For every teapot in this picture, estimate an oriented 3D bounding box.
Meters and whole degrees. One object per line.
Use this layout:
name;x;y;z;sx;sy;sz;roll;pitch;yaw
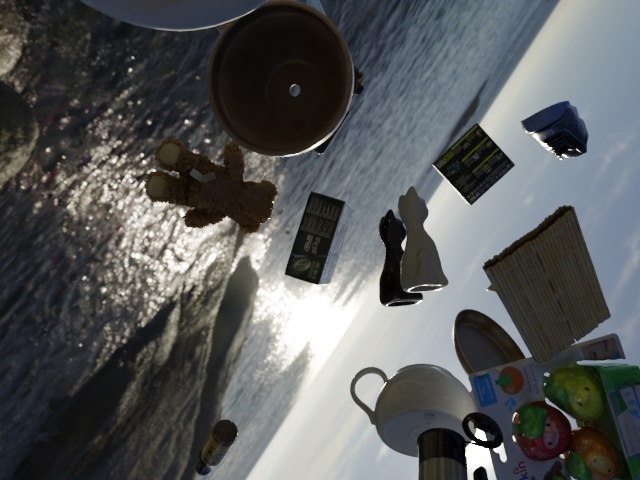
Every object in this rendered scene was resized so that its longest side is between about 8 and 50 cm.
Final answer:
teapot;0.241;0.379;1.327;0.252;0.256;0.187;-36;-151;32

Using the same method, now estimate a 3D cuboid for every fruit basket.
fruit basket;0.513;0.391;1.151;0.352;0.327;0.165;-12;172;-15

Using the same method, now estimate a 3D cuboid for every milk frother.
milk frother;0.219;0.360;0.882;0.135;0.129;0.143;-75;171;-55

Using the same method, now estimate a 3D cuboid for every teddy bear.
teddy bear;-0.286;-0.140;1.463;0.113;0.337;0.245;-167;-101;-69

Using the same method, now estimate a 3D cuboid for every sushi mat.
sushi mat;0.366;0.085;0.884;0.151;0.019;0.316;-36;131;5

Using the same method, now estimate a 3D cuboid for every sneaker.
sneaker;0.439;-0.195;1.019;0.081;0.091;0.232;-26;172;39

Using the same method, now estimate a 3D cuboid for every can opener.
can opener;0.041;-0.392;1.667;0.281;0.093;0.074;-59;-145;23

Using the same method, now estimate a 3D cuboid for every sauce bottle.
sauce bottle;-0.166;0.330;0.882;0.042;0.042;0.128;-48;168;-52

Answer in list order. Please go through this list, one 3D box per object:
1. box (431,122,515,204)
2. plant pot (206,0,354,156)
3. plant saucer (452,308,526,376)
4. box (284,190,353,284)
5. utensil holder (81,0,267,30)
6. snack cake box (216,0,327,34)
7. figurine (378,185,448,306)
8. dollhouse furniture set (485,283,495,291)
box;0.486;-0.241;1.785;0.190;0.184;0.045;-44;-178;7
plant pot;-0.056;-0.253;0.913;0.237;0.237;0.109;-58;171;9
plant saucer;0.473;0.332;1.551;0.050;0.310;0.310;-47;180;33
box;0.000;0.000;1.194;0.147;0.077;0.180;18;90;-79
utensil holder;-0.139;-0.424;0.599;0.328;0.327;0.386;-61;-161;28
snack cake box;-0.131;-0.560;1.398;0.152;0.264;0.089;52;47;-53
figurine;0.176;0.014;1.164;0.215;0.092;0.210;123;-38;-67
dollhouse furniture set;0.485;0.167;1.478;0.091;0.114;0.081;50;56;-82
